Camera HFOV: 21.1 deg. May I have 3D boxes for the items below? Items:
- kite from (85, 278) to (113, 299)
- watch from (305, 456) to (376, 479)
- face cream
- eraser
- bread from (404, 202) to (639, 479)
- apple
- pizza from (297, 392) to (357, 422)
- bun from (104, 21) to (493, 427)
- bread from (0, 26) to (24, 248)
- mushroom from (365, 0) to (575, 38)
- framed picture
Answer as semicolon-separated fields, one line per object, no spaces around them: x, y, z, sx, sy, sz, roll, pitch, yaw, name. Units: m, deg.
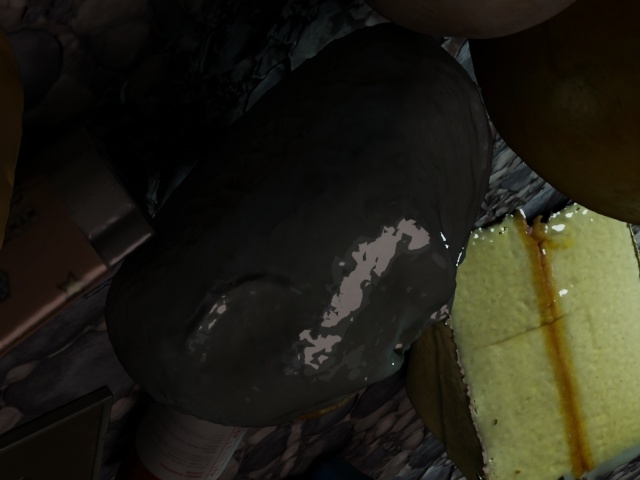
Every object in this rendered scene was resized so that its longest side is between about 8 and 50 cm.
-0.161;0.028;1.451;0.078;0.002;0.044;-42;156;7;kite
0.000;0.445;2.057;0.274;0.305;0.241;-26;154;-42;watch
-0.128;0.187;1.669;0.096;0.096;0.214;-17;149;-38;face cream
-0.252;0.043;1.189;0.290;0.171;0.087;-38;113;-1;eraser
0.282;0.126;1.989;0.346;0.242;0.405;-30;159;-25;bread
0.297;-0.193;1.334;0.374;0.384;0.374;6;159;2;apple
-0.033;0.088;1.582;0.085;0.161;0.305;-18;164;26;pizza
-0.003;0.004;1.245;0.354;0.194;0.354;-46;-169;11;bun
-0.302;-0.048;1.032;0.211;0.224;0.183;25;131;-18;bread
0.098;-0.239;1.154;0.206;0.209;0.206;-40;-175;4;mushroom
-0.288;0.243;1.647;0.184;0.016;0.250;-25;154;-26;framed picture
